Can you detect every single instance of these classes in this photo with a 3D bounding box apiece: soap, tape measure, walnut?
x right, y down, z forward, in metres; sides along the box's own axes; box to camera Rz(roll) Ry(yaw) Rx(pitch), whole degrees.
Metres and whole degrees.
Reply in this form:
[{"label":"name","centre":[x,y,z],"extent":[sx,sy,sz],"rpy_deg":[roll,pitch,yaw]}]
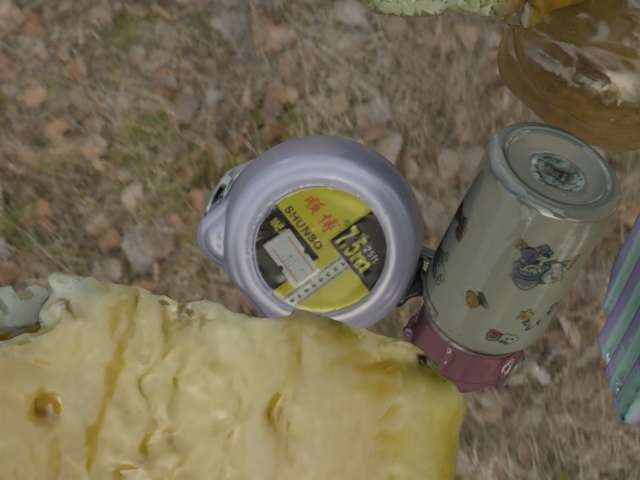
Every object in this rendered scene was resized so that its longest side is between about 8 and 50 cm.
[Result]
[{"label":"soap","centre":[0.218,0.029,0.883],"extent":[0.056,0.149,0.100],"rpy_deg":[6,42,-13]},{"label":"tape measure","centre":[0.004,0.000,1.280],"extent":[0.178,0.105,0.196],"rpy_deg":[-33,102,12]},{"label":"walnut","centre":[0.281,-0.184,1.393],"extent":[0.213,0.213,0.213],"rpy_deg":[-4,68,10]}]

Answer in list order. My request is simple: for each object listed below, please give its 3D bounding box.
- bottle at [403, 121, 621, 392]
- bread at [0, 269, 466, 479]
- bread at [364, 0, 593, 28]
[{"label":"bottle","centre":[0.141,0.026,1.150],"extent":[0.110,0.233,0.110],"rpy_deg":[13,41,-11]},{"label":"bread","centre":[-0.127,0.227,0.782],"extent":[0.361,0.250,0.394],"rpy_deg":[9,81,-19]},{"label":"bread","centre":[0.213,-0.255,1.276],"extent":[0.248,0.279,0.315],"rpy_deg":[15,73,38]}]
